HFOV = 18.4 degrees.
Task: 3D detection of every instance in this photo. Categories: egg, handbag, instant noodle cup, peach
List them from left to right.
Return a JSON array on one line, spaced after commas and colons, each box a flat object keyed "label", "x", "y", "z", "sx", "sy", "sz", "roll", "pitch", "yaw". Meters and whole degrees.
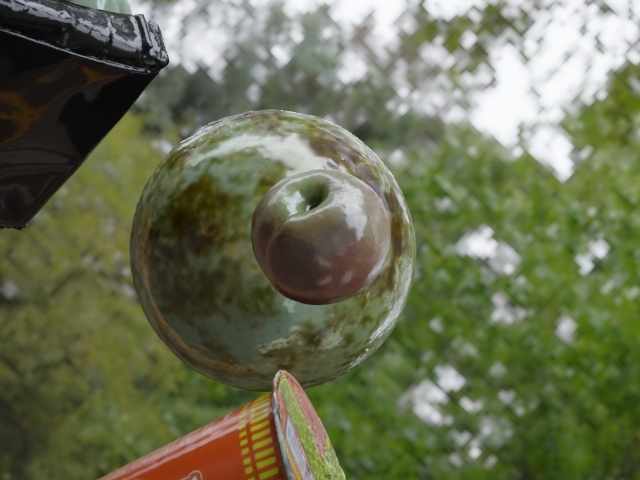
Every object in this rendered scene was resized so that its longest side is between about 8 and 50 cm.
[{"label": "handbag", "x": -0.268, "y": -0.113, "z": 1.528, "sx": 0.247, "sy": 0.223, "sz": 0.080, "roll": -44, "pitch": -131, "yaw": 36}, {"label": "instant noodle cup", "x": -0.091, "y": 0.216, "z": 1.416, "sx": 0.193, "sy": 0.212, "sz": 0.193, "roll": -21, "pitch": 90, "yaw": -81}, {"label": "egg", "x": -0.034, "y": 0.010, "z": 1.686, "sx": 0.238, "sy": 0.238, "sz": 0.289, "roll": 38, "pitch": 10, "yaw": 18}, {"label": "peach", "x": 0.001, "y": 0.000, "z": 1.140, "sx": 0.083, "sy": 0.083, "sz": 0.083, "roll": 39, "pitch": -19, "yaw": 16}]

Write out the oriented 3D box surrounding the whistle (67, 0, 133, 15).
[{"label": "whistle", "x": -0.219, "y": -0.224, "z": 1.569, "sx": 0.244, "sy": 0.110, "sz": 0.092, "roll": 62, "pitch": 0, "yaw": -21}]
